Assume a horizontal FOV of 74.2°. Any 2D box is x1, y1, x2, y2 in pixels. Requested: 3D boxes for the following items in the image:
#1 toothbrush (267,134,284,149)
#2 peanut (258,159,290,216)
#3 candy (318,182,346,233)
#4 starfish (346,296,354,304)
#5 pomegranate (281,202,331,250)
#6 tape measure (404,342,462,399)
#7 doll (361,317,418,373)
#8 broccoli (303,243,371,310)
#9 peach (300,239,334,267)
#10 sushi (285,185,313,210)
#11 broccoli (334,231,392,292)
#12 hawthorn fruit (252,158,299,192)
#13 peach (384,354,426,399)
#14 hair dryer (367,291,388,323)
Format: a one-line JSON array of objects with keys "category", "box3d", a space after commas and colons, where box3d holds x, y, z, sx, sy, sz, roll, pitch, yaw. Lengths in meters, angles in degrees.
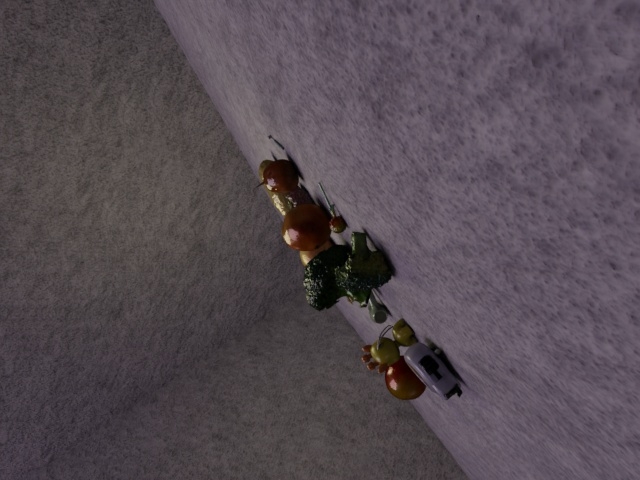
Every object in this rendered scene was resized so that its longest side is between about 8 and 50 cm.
[{"category": "toothbrush", "box3d": [-0.188, -0.410, 1.774, 0.167, 0.014, 0.011, 49, 161, 48]}, {"category": "peanut", "box3d": [-0.202, -0.261, 2.098, 0.318, 0.148, 0.147, 61, 173, 2]}, {"category": "candy", "box3d": [0.034, -0.114, 1.497, 0.201, 0.060, 0.060, 66, 170, -18]}, {"category": "starfish", "box3d": [0.118, 0.226, 2.382, 0.302, 0.060, 0.299, 59, 169, 7]}, {"category": "pomegranate", "box3d": [-0.059, -0.053, 1.732, 0.209, 0.209, 0.209, 55, 173, 10]}, {"category": "tape measure", "box3d": [0.370, 0.422, 1.417, 0.178, 0.105, 0.196, 50, 175, -6]}, {"category": "doll", "box3d": [0.260, 0.410, 1.614, 0.135, 0.221, 0.143, 57, 177, -39]}, {"category": "broccoli", "box3d": [0.075, 0.160, 1.762, 0.297, 0.297, 0.297, 20, 164, 10]}, {"category": "peach", "box3d": [-0.005, 0.070, 2.052, 0.184, 0.184, 0.184, 55, 173, 10]}, {"category": "sushi", "box3d": [-0.072, -0.129, 1.907, 0.241, 0.107, 0.161, 58, 176, -15]}, {"category": "broccoli", "box3d": [0.122, 0.065, 1.324, 0.194, 0.194, 0.220, 55, -164, 8]}, {"category": "hawthorn fruit", "box3d": [-0.180, -0.270, 1.758, 0.149, 0.189, 0.149, 8, -90, -81]}, {"category": "peach", "box3d": [0.371, 0.591, 1.850, 0.197, 0.197, 0.197, 55, 173, 10]}, {"category": "hair dryer", "box3d": [0.211, 0.237, 1.863, 0.206, 0.075, 0.237, -128, 13, -82]}]
